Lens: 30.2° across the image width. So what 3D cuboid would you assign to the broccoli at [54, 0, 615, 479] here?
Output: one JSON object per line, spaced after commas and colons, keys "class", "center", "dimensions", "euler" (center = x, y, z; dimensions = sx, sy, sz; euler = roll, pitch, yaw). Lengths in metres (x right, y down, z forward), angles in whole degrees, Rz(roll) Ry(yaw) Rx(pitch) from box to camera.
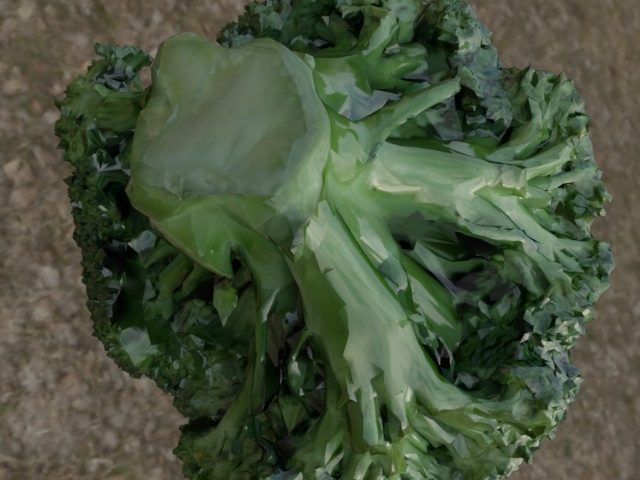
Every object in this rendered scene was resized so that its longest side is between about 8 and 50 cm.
{"class": "broccoli", "center": [0.000, 0.000, 0.540], "dimensions": [0.241, 0.261, 0.269], "euler": [62, 28, -61]}
